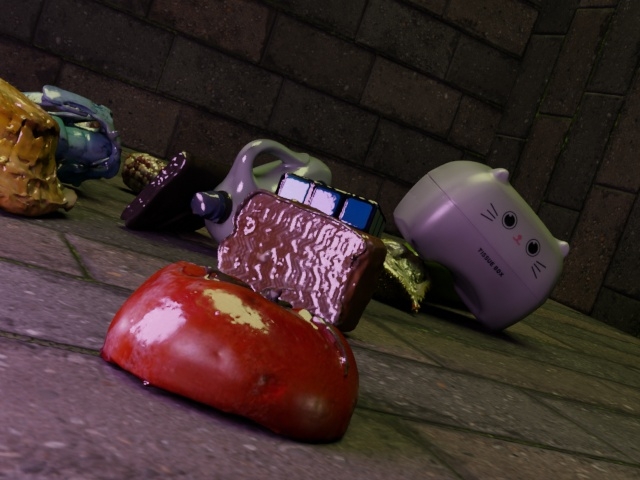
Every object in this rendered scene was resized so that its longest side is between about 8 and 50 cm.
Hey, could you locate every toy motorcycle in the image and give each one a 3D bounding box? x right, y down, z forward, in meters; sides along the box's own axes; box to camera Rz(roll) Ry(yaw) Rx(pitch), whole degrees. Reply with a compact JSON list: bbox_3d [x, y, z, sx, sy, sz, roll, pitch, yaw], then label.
[{"bbox_3d":[-0.476,-0.181,1.500,0.260,0.206,0.154,14,46,-50],"label":"toy motorcycle"}]

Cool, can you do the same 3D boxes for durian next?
[{"bbox_3d":[0.147,0.077,1.626,0.146,0.102,0.208,9,31,-30],"label":"durian"}]

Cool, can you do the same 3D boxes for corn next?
[{"bbox_3d":[-0.314,-0.116,1.883,0.280,0.092,0.092,22,5,10],"label":"corn"}]

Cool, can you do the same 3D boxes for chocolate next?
[{"bbox_3d":[-0.027,0.028,1.155,0.214,0.148,0.093,25,1,29],"label":"chocolate"}]

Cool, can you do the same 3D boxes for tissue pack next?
[{"bbox_3d":[0.329,-0.004,1.714,0.333,0.236,0.229,47,7,-18],"label":"tissue pack"}]

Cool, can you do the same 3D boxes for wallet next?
[{"bbox_3d":[-0.221,-0.076,1.473,0.042,0.165,0.309,49,11,11],"label":"wallet"}]

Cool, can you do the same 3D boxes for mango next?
[{"bbox_3d":[0.288,0.063,1.955,0.192,0.156,0.343,13,3,37],"label":"mango"}]

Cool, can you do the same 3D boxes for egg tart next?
[{"bbox_3d":[-0.480,-0.169,1.194,0.341,0.129,0.341,37,3,-2],"label":"egg tart"}]

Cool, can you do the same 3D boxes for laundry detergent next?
[{"bbox_3d":[-0.109,-0.070,1.472,0.105,0.215,0.280,30,12,34],"label":"laundry detergent"}]

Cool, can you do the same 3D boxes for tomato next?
[{"bbox_3d":[-0.066,0.077,0.726,0.227,0.101,0.228,20,2,-1],"label":"tomato"}]

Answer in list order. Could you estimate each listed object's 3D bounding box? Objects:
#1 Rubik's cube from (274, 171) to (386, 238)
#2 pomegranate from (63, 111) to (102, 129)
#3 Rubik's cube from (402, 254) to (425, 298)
[{"bbox_3d":[0.000,0.000,1.346,0.160,0.162,0.163,20,-2,11],"label":"Rubik's cube"},{"bbox_3d":[-0.560,-0.228,1.914,0.169,0.149,0.148,15,2,29],"label":"pomegranate"},{"bbox_3d":[0.170,0.071,1.752,0.111,0.093,0.111,19,7,-2],"label":"Rubik's cube"}]
